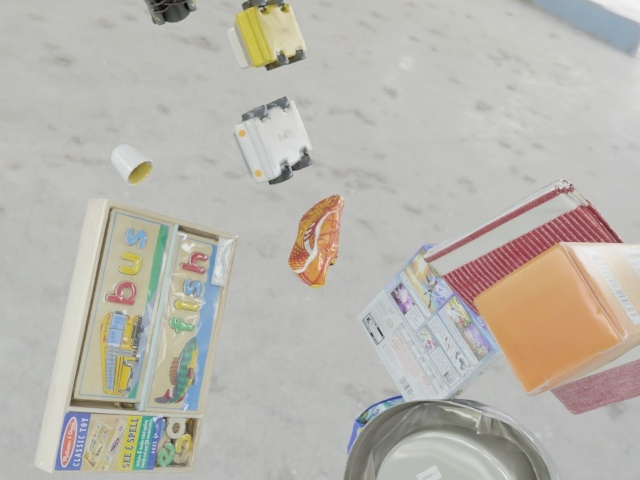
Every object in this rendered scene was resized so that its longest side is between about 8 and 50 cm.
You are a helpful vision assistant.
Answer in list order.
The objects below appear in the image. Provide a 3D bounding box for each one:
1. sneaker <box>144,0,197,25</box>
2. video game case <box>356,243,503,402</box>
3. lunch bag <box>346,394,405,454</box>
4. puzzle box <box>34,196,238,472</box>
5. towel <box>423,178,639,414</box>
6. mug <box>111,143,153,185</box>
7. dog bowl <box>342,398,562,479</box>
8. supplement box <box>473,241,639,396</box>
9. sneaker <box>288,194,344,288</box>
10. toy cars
[{"bbox_3d":[-0.175,-0.299,0.949,0.083,0.118,0.222,-23,24,0],"label":"sneaker"},{"bbox_3d":[0.220,0.185,1.707,0.061,0.244,0.269,2,48,-44],"label":"video game case"},{"bbox_3d":[0.134,0.400,1.776,0.151,0.128,0.096,-8,46,-17],"label":"lunch bag"},{"bbox_3d":[-0.279,0.158,1.334,0.052,0.408,0.272,4,-8,43],"label":"puzzle box"},{"bbox_3d":[0.323,0.085,1.102,0.329,0.237,0.037,45,44,-12],"label":"towel"},{"bbox_3d":[-0.355,-0.140,1.570,0.064,0.078,0.062,43,51,15],"label":"mug"},{"bbox_3d":[0.203,0.395,1.252,0.349,0.348,0.102,35,22,26],"label":"dog bowl"},{"bbox_3d":[0.202,0.051,0.626,0.233,0.078,0.080,5,53,-57],"label":"supplement box"},{"bbox_3d":[0.000,0.000,1.281,0.067,0.064,0.175,52,44,-31],"label":"sneaker"},{"bbox_3d":[-0.084,-0.212,1.193,0.176,0.087,0.393,49,30,-48],"label":"toy cars"}]
